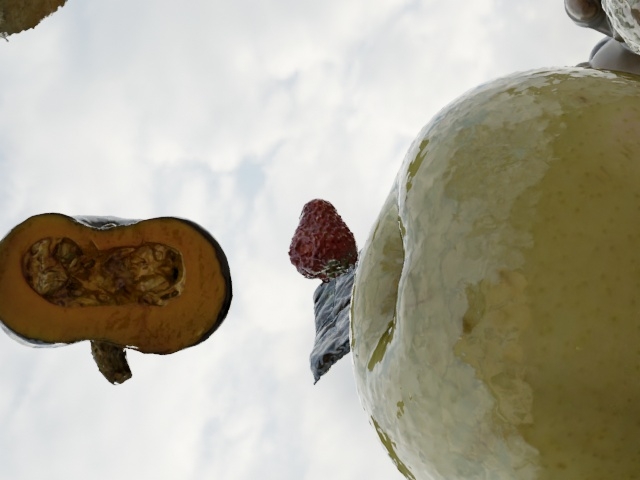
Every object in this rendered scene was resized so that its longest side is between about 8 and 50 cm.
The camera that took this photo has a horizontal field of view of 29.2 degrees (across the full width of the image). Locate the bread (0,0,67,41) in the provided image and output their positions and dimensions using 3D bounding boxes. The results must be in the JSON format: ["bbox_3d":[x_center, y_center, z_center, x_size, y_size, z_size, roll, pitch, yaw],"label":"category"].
[{"bbox_3d":[-0.387,-0.349,1.404,0.174,0.121,0.245,-57,-45,-49],"label":"bread"}]

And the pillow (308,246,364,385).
[{"bbox_3d":[0.051,0.085,1.801,0.034,0.189,0.255,38,-158,-17],"label":"pillow"}]

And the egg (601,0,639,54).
[{"bbox_3d":[0.344,-0.233,1.053,0.245,0.203,0.203,103,173,-83],"label":"egg"}]

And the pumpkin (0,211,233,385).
[{"bbox_3d":[-0.293,0.081,1.712,0.232,0.325,0.242,144,130,-76],"label":"pumpkin"}]

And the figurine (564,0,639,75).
[{"bbox_3d":[0.380,-0.198,1.387,0.365,0.218,0.206,62,-168,-59],"label":"figurine"}]

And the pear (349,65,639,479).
[{"bbox_3d":[0.168,0.047,0.762,0.309,0.309,0.309,-2,-88,-57],"label":"pear"}]

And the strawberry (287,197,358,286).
[{"bbox_3d":[0.000,0.000,1.196,0.073,0.073,0.083,18,-134,-56],"label":"strawberry"}]
